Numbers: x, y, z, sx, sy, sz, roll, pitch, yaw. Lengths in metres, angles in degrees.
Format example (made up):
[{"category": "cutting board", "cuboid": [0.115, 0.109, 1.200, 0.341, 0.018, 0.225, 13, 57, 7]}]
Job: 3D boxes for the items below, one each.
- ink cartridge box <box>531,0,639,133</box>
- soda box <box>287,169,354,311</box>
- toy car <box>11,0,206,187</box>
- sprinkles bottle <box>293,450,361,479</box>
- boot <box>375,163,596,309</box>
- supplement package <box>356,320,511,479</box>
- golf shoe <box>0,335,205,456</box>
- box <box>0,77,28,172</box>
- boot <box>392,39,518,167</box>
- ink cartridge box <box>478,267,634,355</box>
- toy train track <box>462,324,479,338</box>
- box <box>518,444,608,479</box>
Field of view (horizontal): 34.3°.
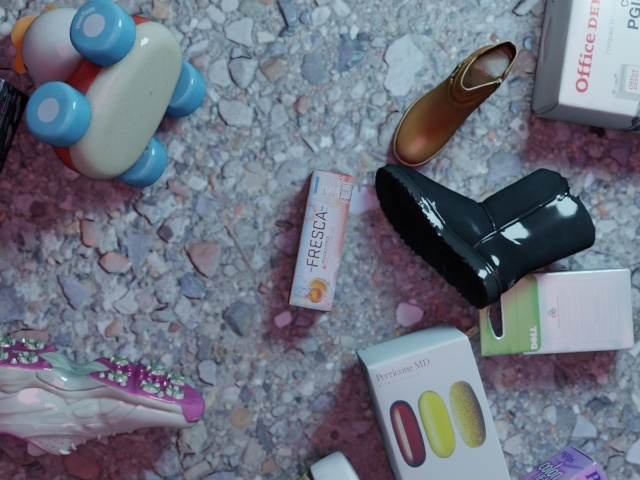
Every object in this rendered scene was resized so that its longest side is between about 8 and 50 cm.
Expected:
[{"category": "ink cartridge box", "cuboid": [0.445, -0.248, 1.382, 0.283, 0.117, 0.207, 8, 89, -4]}, {"category": "soda box", "cuboid": [0.000, 0.000, 1.376, 0.058, 0.063, 0.183, 11, 88, -4]}, {"category": "toy car", "cuboid": [-0.311, -0.208, 1.315, 0.238, 0.219, 0.210, 27, 88, 25]}, {"category": "sprinkles bottle", "cuboid": [-0.096, 0.410, 1.338, 0.355, 0.121, 0.121, -30, 92, -4]}, {"category": "boot", "cuboid": [0.219, -0.042, 1.379, 0.207, 0.094, 0.246, -29, 61, -25]}, {"category": "supplement package", "cuboid": [0.148, 0.246, 1.342, 0.139, 0.134, 0.244, -18, 95, -3]}, {"category": "golf shoe", "cuboid": [-0.304, 0.216, 1.341, 0.306, 0.115, 0.140, 11, 100, 2]}, {"category": "box", "cuboid": [-0.521, -0.162, 1.300, 0.247, 0.142, 0.163, 20, 89, -4]}, {"category": "boot", "cuboid": [0.172, -0.181, 1.344, 0.073, 0.152, 0.197, 39, 87, -3]}, {"category": "ink cartridge box", "cuboid": [0.310, 0.095, 1.398, 0.209, 0.062, 0.109, -3, 90, -4]}, {"category": "toy train track", "cuboid": [0.179, 0.142, 1.412, 0.083, 0.014, 0.048, -35, 96, 0]}, {"category": "box", "cuboid": [0.306, 0.434, 1.370, 0.243, 0.117, 0.213, -34, 92, -4]}]
